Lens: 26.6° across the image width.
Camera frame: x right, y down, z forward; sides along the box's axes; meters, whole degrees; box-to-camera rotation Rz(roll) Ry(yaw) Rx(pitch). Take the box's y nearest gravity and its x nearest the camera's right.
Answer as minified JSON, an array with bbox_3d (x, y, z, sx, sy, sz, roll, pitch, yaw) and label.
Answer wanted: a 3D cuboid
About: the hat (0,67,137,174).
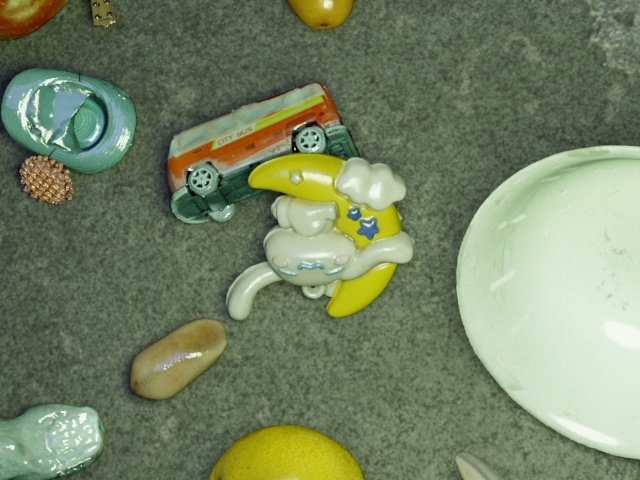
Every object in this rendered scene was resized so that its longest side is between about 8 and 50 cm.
[{"bbox_3d":[-0.355,-0.174,1.925,0.190,0.078,0.138,21,89,-7],"label":"hat"}]

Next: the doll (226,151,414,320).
[{"bbox_3d":[0.000,0.000,1.787,0.252,0.111,0.237,0,117,-3],"label":"doll"}]

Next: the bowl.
[{"bbox_3d":[0.401,0.040,1.665,0.434,0.435,0.196,25,39,13],"label":"bowl"}]

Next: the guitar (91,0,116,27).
[{"bbox_3d":[-0.338,-0.427,1.993,0.083,0.038,0.271,-17,73,5],"label":"guitar"}]

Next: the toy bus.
[{"bbox_3d":[-0.088,-0.119,1.853,0.265,0.121,0.120,-21,67,4],"label":"toy bus"}]

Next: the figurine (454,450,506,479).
[{"bbox_3d":[0.308,0.379,1.609,0.361,0.266,0.378,-39,75,-7],"label":"figurine"}]

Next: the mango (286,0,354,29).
[{"bbox_3d":[-0.012,-0.382,1.913,0.102,0.085,0.184,-21,70,3],"label":"mango"}]

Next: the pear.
[{"bbox_3d":[-0.036,0.333,1.701,0.208,0.209,0.209,-2,77,8],"label":"pear"}]

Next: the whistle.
[{"bbox_3d":[-0.465,0.289,1.814,0.347,0.189,0.189,-5,76,-15],"label":"whistle"}]

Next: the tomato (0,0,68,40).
[{"bbox_3d":[-0.476,-0.415,1.896,0.303,0.303,0.239,28,111,13],"label":"tomato"}]

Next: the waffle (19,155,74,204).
[{"bbox_3d":[-0.386,-0.085,1.911,0.083,0.075,0.029,13,43,19],"label":"waffle"}]

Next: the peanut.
[{"bbox_3d":[-0.193,0.160,1.826,0.152,0.076,0.076,-35,75,2],"label":"peanut"}]
